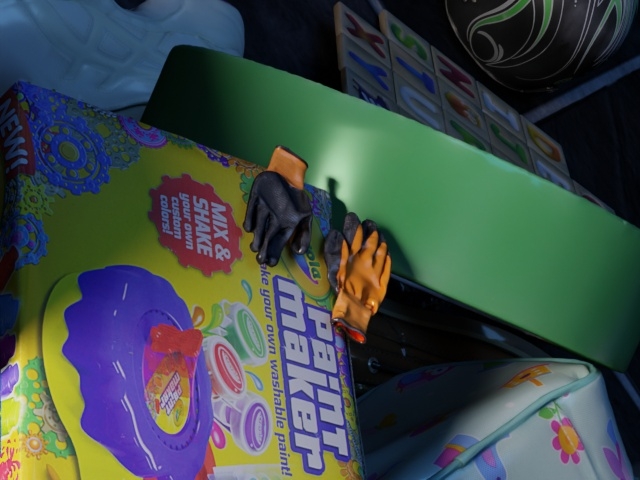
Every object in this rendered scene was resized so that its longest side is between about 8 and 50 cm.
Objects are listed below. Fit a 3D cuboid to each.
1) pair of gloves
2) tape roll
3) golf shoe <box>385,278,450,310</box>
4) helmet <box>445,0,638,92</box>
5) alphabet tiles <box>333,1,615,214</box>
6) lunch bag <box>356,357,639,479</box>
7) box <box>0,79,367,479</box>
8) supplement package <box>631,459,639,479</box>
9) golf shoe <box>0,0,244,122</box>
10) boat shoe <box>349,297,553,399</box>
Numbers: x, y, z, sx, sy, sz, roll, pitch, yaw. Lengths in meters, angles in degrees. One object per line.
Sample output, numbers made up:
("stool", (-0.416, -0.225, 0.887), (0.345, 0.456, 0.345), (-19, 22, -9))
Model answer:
("pair of gloves", (0.000, 0.000, 0.682), (0.083, 0.010, 0.074), (39, 40, -21))
("tape roll", (0.045, -0.017, 0.891), (0.321, 0.321, 0.077), (23, 90, -33))
("golf shoe", (0.068, 0.005, 1.142), (0.198, 0.077, 0.094), (-3, 64, -48))
("helmet", (0.217, -0.235, 1.402), (0.169, 0.161, 0.169), (26, 46, -31))
("alphabet tiles", (0.146, -0.064, 1.265), (0.342, 0.011, 0.285), (34, 27, -23))
("lunch bag", (0.033, 0.166, 0.841), (0.279, 0.224, 0.108), (-29, 97, -34))
("box", (-0.129, 0.138, 0.679), (0.177, 0.279, 0.290), (19, 50, -36))
("supplement package", (0.205, 0.263, 0.939), (0.199, 0.263, 0.198), (-28, 83, -51))
("golf shoe", (-0.150, -0.093, 0.968), (0.306, 0.115, 0.140), (-5, 70, -46))
("boat shoe", (0.046, 0.101, 1.037), (0.307, 0.111, 0.104), (22, 61, -24))
